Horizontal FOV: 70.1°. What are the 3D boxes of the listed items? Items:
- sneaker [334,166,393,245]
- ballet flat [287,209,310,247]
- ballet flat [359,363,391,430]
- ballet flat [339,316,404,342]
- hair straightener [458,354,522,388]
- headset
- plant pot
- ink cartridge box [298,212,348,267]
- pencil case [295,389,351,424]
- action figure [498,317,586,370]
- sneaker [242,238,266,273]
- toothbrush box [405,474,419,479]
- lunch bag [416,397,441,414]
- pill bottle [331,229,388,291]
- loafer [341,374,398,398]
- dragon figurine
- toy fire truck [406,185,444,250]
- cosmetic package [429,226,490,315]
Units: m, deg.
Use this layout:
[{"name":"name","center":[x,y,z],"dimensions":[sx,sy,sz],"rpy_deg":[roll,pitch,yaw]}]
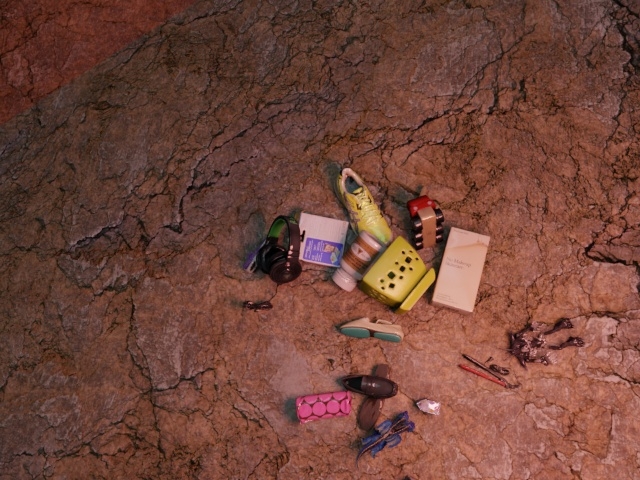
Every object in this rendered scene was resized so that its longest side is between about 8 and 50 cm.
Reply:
[{"name":"sneaker","center":[0.167,-0.135,1.906],"dimensions":[0.145,0.147,0.385],"rpy_deg":[-32,73,-6]},{"name":"ballet flat","center":[-0.101,-0.021,1.952],"dimensions":[0.073,0.080,0.233],"rpy_deg":[1,66,37]},{"name":"ballet flat","center":[0.213,0.585,1.707],"dimensions":[0.084,0.058,0.250],"rpy_deg":[8,73,40]},{"name":"ballet flat","center":[0.202,0.343,1.784],"dimensions":[0.248,0.086,0.086],"rpy_deg":[9,73,8]},{"name":"hair straightener","center":[0.637,0.475,1.692],"dimensions":[0.230,0.047,0.089],"rpy_deg":[23,76,14]},{"name":"headset","center":[-0.193,0.092,1.819],"dimensions":[0.185,0.243,0.395],"rpy_deg":[7,101,-28]},{"name":"plant pot","center":[0.301,0.152,1.756],"dimensions":[0.207,0.227,0.228],"rpy_deg":[40,80,12]},{"name":"ink cartridge box","center":[0.000,0.000,1.917],"dimensions":[0.208,0.045,0.207],"rpy_deg":[12,74,-2]},{"name":"pencil case","center":[0.015,0.620,1.700],"dimensions":[0.209,0.095,0.098],"rpy_deg":[-9,63,2]},{"name":"action figure","center":[0.800,0.370,1.660],"dimensions":[0.275,0.141,0.164],"rpy_deg":[-19,72,-3]},{"name":"sneaker","center":[-0.274,0.056,1.943],"dimensions":[0.071,0.068,0.170],"rpy_deg":[25,70,32]},{"name":"toothbrush box","center":[0.294,0.953,1.486],"dimensions":[0.126,0.216,0.296],"rpy_deg":[20,76,13]},{"name":"lunch bag","center":[0.392,0.602,1.667],"dimensions":[0.083,0.071,0.053],"rpy_deg":[11,74,11]},{"name":"pill bottle","center":[0.150,0.084,1.815],"dimensions":[0.131,0.131,0.229],"rpy_deg":[41,103,18]},{"name":"loafer","center":[0.176,0.532,1.668],"dimensions":[0.223,0.078,0.076],"rpy_deg":[-5,63,38]},{"name":"dragon figurine","center":[0.222,0.686,1.594],"dimensions":[0.144,0.289,0.085],"rpy_deg":[-48,65,31]},{"name":"toy fire truck","center":[0.412,-0.121,1.846],"dimensions":[0.158,0.217,0.247],"rpy_deg":[-21,56,0]},{"name":"cosmetic package","center":[0.545,0.122,1.790],"dimensions":[0.160,0.113,0.310],"rpy_deg":[15,75,12]}]
